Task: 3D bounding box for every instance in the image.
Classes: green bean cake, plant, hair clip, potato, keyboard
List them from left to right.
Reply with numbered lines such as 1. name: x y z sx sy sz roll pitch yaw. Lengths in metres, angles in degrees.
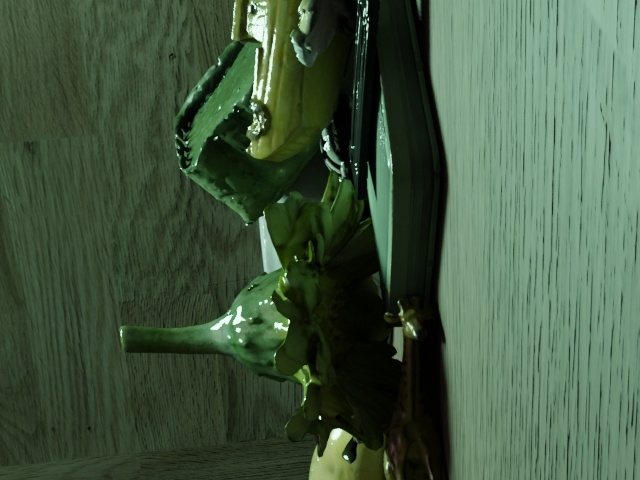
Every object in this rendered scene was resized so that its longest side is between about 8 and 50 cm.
1. green bean cake: -0.049 -0.167 1.859 0.255 0.132 0.241 -51 15 9
2. plant: -0.021 0.109 1.625 0.261 0.297 0.306 54 -179 15
3. hair clip: 0.023 -0.231 1.564 0.146 0.056 0.187 -59 -18 -3
4. potato: 0.044 0.271 1.994 0.109 0.118 0.178 36 127 37
5. keyboard: 0.037 -0.134 1.416 0.061 0.013 0.204 -99 9 -52

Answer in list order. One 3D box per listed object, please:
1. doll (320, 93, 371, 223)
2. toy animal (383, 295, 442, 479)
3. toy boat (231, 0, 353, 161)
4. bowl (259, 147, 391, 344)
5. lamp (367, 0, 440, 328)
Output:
1. doll: 0.039 -0.075 1.760 0.219 0.067 0.091 79 179 -56
2. toy animal: 0.089 0.182 1.517 0.149 0.054 0.276 -132 37 -81
3. toy boat: -0.031 -0.240 1.665 0.089 0.121 0.321 1 -80 -54
4. bowl: 0.000 0.000 1.996 0.287 0.143 0.287 174 90 -86
5. lamp: 0.065 -0.091 1.494 0.269 0.047 0.267 89 174 -57
